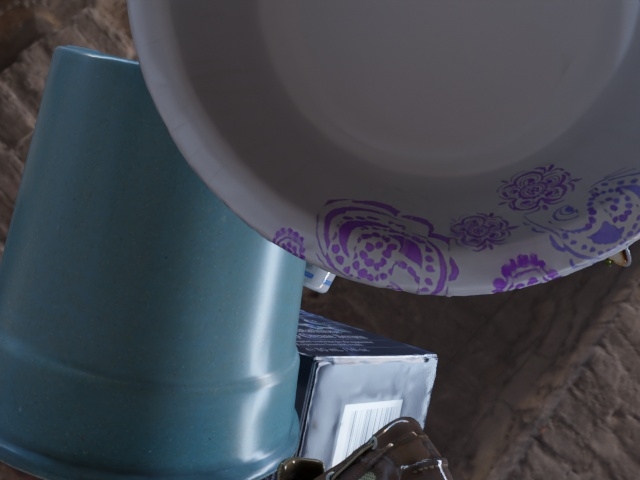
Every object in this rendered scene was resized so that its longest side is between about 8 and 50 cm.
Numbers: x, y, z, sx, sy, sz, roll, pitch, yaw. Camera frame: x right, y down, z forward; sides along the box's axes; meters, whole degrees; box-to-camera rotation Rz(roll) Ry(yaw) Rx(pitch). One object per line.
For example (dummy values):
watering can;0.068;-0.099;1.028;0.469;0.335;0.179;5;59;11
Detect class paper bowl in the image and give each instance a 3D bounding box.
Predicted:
paper bowl;0.061;-0.121;0.360;0.284;0.284;0.148;43;7;2

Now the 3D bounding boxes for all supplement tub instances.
supplement tub;0.000;0.000;0.823;0.071;0.107;0.071;28;1;0

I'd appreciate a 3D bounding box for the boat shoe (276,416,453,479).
boat shoe;-0.004;0.212;0.544;0.095;0.257;0.095;14;47;-49

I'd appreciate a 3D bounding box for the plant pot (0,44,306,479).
plant pot;-0.153;0.005;0.691;0.341;0.341;0.334;21;-77;42

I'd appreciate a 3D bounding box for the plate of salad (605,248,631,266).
plate of salad;0.518;-0.024;1.371;0.200;0.048;0.200;52;3;-4

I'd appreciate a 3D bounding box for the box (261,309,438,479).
box;-0.080;0.217;1.063;0.395;0.212;0.293;13;2;39
